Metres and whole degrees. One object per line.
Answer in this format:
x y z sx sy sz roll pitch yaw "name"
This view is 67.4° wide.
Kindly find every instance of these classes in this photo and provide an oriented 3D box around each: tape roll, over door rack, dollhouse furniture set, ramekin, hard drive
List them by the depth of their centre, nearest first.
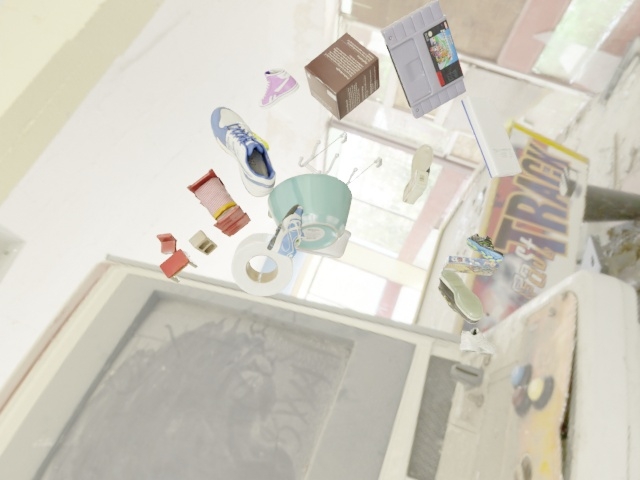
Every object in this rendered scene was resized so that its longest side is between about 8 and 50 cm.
-0.461 -0.051 1.745 0.374 0.201 0.152 -40 -19 -3 "dollhouse furniture set"
0.665 -0.401 1.860 0.210 0.319 0.040 -12 -10 -43 "hard drive"
0.094 -0.362 2.122 0.324 0.239 0.108 -37 -23 -32 "over door rack"
0.000 0.000 2.189 0.273 0.272 0.127 63 -142 -81 "ramekin"
-0.264 0.110 2.199 0.100 0.286 0.286 -91 16 -64 "tape roll"

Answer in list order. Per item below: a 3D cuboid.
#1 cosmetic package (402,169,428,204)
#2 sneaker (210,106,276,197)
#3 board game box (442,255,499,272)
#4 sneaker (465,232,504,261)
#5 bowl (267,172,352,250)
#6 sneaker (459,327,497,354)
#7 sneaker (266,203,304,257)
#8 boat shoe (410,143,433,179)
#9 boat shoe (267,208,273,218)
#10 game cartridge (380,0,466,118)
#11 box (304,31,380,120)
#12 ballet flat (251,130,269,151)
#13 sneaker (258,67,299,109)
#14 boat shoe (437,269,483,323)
0.303 -0.169 1.538 0.115 0.041 0.060 116 167 -61 "cosmetic package"
-0.209 -0.275 1.382 0.112 0.296 0.131 -32 -2 -26 "sneaker"
0.751 0.127 2.409 0.165 0.243 0.042 78 -161 -73 "board game box"
0.659 0.021 1.907 0.078 0.067 0.188 -38 35 -4 "sneaker"
-0.029 -0.077 1.696 0.311 0.311 0.163 100 166 -58 "bowl"
0.736 0.463 2.213 0.090 0.232 0.115 -17 63 50 "sneaker"
-0.087 -0.025 1.406 0.080 0.081 0.211 -52 10 43 "sneaker"
0.370 -0.255 1.783 0.065 0.075 0.206 43 -120 -76 "boat shoe"
-0.195 -0.156 2.020 0.049 0.042 0.133 19 -95 -46 "boat shoe"
0.388 -0.657 1.763 0.355 0.230 0.068 59 -172 -31 "game cartridge"
0.080 -0.574 1.688 0.203 0.168 0.167 -41 -19 -7 "box"
-0.270 -0.406 1.996 0.231 0.077 0.077 44 123 57 "ballet flat"
-0.252 -0.791 2.462 0.282 0.161 0.102 -19 41 40 "sneaker"
0.440 0.187 1.519 0.228 0.081 0.069 -109 23 -53 "boat shoe"
